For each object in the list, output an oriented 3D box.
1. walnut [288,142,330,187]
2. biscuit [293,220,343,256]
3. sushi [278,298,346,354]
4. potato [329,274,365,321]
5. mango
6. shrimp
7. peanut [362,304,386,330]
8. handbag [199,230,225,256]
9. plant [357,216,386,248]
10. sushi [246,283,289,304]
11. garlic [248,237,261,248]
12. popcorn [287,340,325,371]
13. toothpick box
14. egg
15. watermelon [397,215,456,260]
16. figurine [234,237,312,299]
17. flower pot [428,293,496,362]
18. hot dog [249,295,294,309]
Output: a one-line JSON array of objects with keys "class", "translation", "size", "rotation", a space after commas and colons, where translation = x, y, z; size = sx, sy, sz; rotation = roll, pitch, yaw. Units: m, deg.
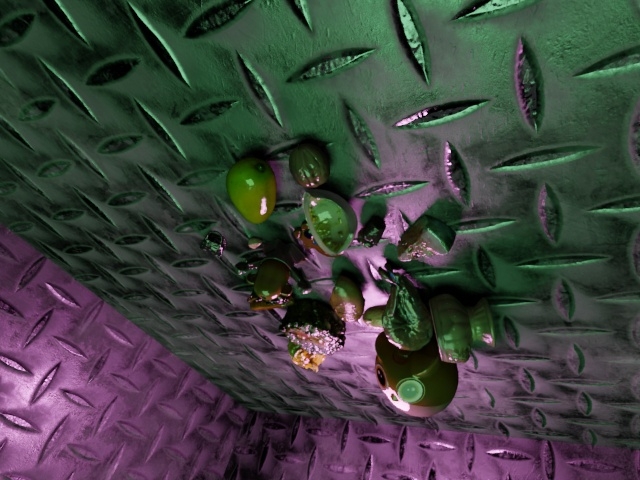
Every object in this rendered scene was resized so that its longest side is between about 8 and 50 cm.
[{"class": "walnut", "translation": [-0.038, -0.260, 1.484], "size": [0.140, 0.140, 0.162], "rotation": [0, 147, 22]}, {"class": "biscuit", "translation": [0.000, 0.000, 1.857], "size": [0.236, 0.039, 0.180], "rotation": [29, 139, -15]}, {"class": "sushi", "translation": [-0.024, 0.481, 2.326], "size": [0.294, 0.178, 0.352], "rotation": [-23, 127, 38]}, {"class": "potato", "translation": [0.125, 0.277, 2.056], "size": [0.176, 0.141, 0.298], "rotation": [0, 128, 19]}, {"class": "mango", "translation": [-0.267, -0.182, 1.651], "size": [0.193, 0.155, 0.343], "rotation": [16, 143, 6]}, {"class": "shrimp", "translation": [0.360, 0.302, 1.902], "size": [0.221, 0.110, 0.445], "rotation": [-23, 103, 2]}, {"class": "peanut", "translation": [0.362, 0.372, 2.046], "size": [0.319, 0.147, 0.147], "rotation": [-2, 138, 7]}, {"class": "handbag", "translation": [-0.514, 0.001, 2.043], "size": [0.115, 0.072, 0.139], "rotation": [24, 137, -3]}, {"class": "plant", "translation": [0.205, -0.027, 1.700], "size": [0.095, 0.092, 0.143], "rotation": [21, 136, -15]}, {"class": "sushi", "translation": [-0.279, 0.267, 2.203], "size": [0.288, 0.140, 0.149], "rotation": [-3, 143, 24]}, {"class": "garlic", "translation": [-0.314, 0.012, 1.999], "size": [0.053, 0.041, 0.083], "rotation": [19, 152, -21]}, {"class": "popcorn", "translation": [-0.084, 0.673, 2.550], "size": [0.235, 0.216, 0.181], "rotation": [22, 139, -22]}, {"class": "toothpick box", "translation": [0.474, 0.654, 2.138], "size": [0.409, 0.408, 0.425], "rotation": [-4, 134, 27]}, {"class": "egg", "translation": [0.052, -0.083, 1.640], "size": [0.270, 0.162, 0.206], "rotation": [65, 161, 1]}, {"class": "watermelon", "translation": [0.391, 0.008, 1.675], "size": [0.154, 0.094, 0.241], "rotation": [39, 141, -12]}, {"class": "figurine", "translation": [-0.205, 0.140, 1.909], "size": [0.343, 0.284, 0.167], "rotation": [1, 136, 19]}, {"class": "flower pot", "translation": [0.620, 0.375, 1.852], "size": [0.244, 0.307, 0.307], "rotation": [-12, 134, 13]}, {"class": "hot dog", "translation": [-0.262, 0.338, 2.318], "size": [0.269, 0.072, 0.115], "rotation": [-10, 170, 24]}]
